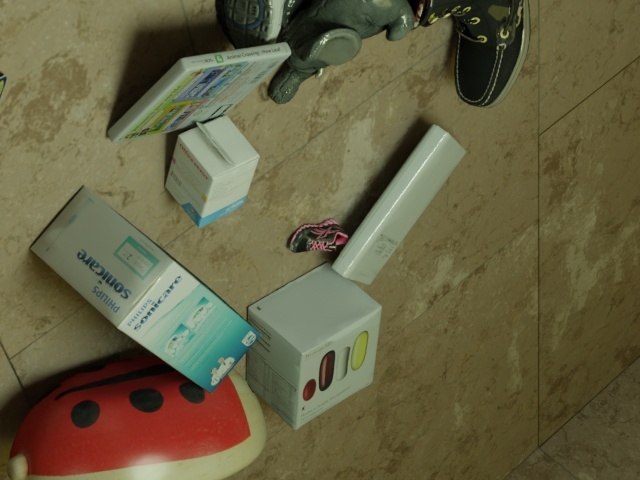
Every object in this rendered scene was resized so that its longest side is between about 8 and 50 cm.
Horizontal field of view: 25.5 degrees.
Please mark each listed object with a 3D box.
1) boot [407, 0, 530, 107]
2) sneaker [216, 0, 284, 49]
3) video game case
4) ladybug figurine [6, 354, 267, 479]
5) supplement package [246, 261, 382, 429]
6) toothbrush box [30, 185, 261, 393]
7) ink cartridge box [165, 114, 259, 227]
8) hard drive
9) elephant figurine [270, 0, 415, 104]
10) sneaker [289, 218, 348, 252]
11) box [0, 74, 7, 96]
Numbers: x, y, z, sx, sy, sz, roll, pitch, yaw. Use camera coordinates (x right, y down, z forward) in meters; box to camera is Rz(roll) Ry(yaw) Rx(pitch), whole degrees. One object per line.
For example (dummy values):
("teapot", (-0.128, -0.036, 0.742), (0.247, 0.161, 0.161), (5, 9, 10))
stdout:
("boot", (0.219, -0.377, 2.276), (0.284, 0.138, 0.377), (-18, 131, -42))
("sneaker", (-0.061, -0.384, 1.961), (0.129, 0.111, 0.297), (-27, 141, -42))
("video game case", (-0.170, -0.206, 1.970), (0.193, 0.023, 0.212), (-16, 167, -43))
("ladybug figurine", (-0.279, 0.282, 2.181), (0.449, 0.305, 0.162), (-13, 110, -43))
("supplement package", (-0.014, 0.188, 2.527), (0.194, 0.149, 0.203), (-29, 142, -31))
("toothbrush box", (-0.251, 0.076, 2.067), (0.126, 0.216, 0.295), (-50, 146, -4))
("ink cartridge box", (-0.158, -0.107, 2.082), (0.090, 0.092, 0.143), (-28, 158, -32))
("hard drive", (0.144, -0.059, 2.536), (0.308, 0.040, 0.203), (-55, 164, 4))
("elephant figurine", (0.007, -0.314, 2.081), (0.239, 0.169, 0.186), (-33, 116, -1))
("sneaker", (0.000, 0.000, 2.448), (0.119, 0.057, 0.047), (-21, 139, -38))
("box", (-0.457, -0.128, 1.716), (0.136, 0.036, 0.225), (-66, 176, 21))
